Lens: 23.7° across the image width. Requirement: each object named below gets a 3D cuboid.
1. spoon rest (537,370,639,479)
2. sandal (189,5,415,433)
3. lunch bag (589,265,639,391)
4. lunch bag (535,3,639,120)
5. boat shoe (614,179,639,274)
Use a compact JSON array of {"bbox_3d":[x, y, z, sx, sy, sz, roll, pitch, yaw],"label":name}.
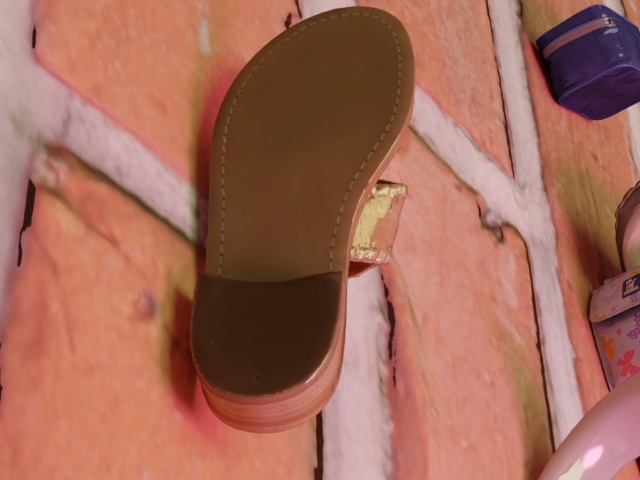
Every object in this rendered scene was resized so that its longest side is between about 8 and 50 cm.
[{"bbox_3d":[0.132,0.180,0.750,0.137,0.084,0.276,50,43,-21],"label":"spoon rest"},{"bbox_3d":[-0.006,0.000,0.680,0.079,0.088,0.240,81,16,-45],"label":"sandal"},{"bbox_3d":[0.216,0.054,0.996,0.053,0.071,0.083,24,49,-47],"label":"lunch bag"},{"bbox_3d":[0.215,-0.139,1.174,0.098,0.067,0.065,16,53,-57],"label":"lunch bag"},{"bbox_3d":[0.310,0.049,1.127,0.324,0.116,0.096,37,14,-33],"label":"boat shoe"}]
